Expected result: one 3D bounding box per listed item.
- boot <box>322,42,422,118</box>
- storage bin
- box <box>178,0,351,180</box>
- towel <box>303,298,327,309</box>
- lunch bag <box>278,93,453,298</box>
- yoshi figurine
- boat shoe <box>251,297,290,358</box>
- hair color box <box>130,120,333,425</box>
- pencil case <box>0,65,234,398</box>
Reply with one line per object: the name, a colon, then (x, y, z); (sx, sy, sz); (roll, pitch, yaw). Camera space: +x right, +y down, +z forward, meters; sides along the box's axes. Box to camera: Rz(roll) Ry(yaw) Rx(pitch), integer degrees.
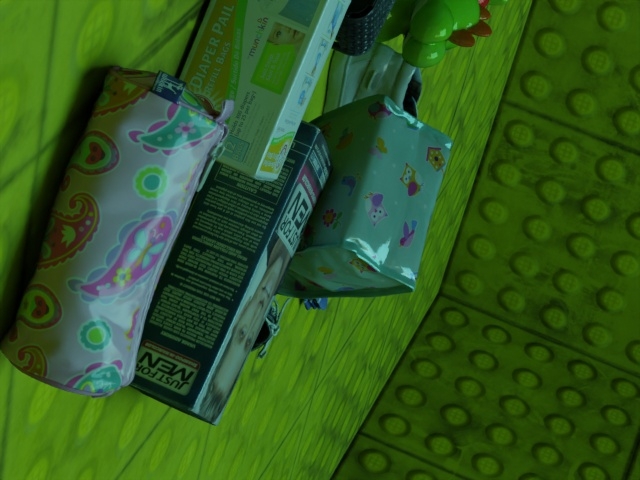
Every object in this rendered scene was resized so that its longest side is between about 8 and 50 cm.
boot: (0.074, -0.180, 2.231); (0.258, 0.123, 0.095); (95, 20, -58)
storage bin: (0.030, -0.310, 1.750); (0.084, 0.122, 0.180); (88, 26, -67)
box: (-0.065, -0.173, 1.579); (0.103, 0.114, 0.203); (-1, 113, -80)
towel: (0.030, -0.045, 2.526); (0.336, 0.040, 0.243); (87, 27, -66)
lunch bag: (0.016, -0.045, 2.026); (0.262, 0.160, 0.223); (-9, -123, 50)
yoshi figurine: (0.117, -0.352, 2.079); (0.362, 0.203, 0.204); (-73, 144, -56)
boat shoe: (-0.097, 0.112, 2.102); (0.254, 0.079, 0.095); (-49, 158, -60)
hair color box: (-0.105, 0.029, 1.828); (0.174, 0.105, 0.347); (62, 51, -76)
pencil case: (-0.174, -0.009, 1.366); (0.124, 0.124, 0.284); (-2, 115, -78)
